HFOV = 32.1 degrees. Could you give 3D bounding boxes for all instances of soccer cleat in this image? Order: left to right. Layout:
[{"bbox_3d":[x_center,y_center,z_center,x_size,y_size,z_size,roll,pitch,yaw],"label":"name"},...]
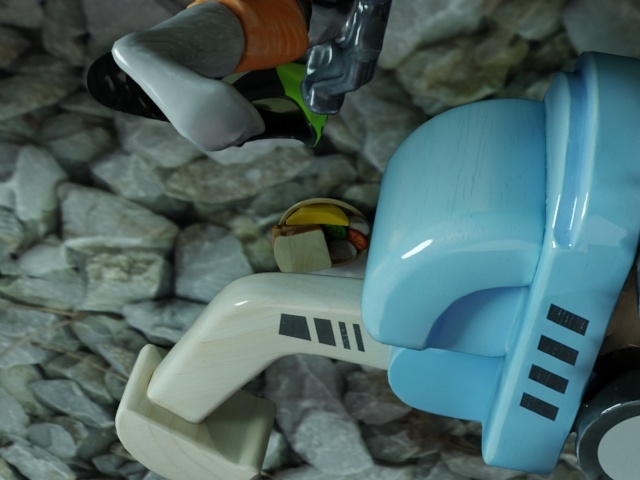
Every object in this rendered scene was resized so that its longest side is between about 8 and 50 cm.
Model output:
[{"bbox_3d":[-0.081,-0.102,0.790,0.178,0.072,0.060,5,133,2],"label":"soccer cleat"}]

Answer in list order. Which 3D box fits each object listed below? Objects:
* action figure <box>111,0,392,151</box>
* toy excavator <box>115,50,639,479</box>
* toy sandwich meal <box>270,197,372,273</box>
[{"bbox_3d":[-0.021,-0.222,0.528,0.178,0.330,0.342,10,106,-7],"label":"action figure"},{"bbox_3d":[0.073,0.046,0.826,0.445,0.222,0.433,11,132,4],"label":"toy excavator"},{"bbox_3d":[0.000,0.000,0.905,0.085,0.029,0.086,3,133,3],"label":"toy sandwich meal"}]
